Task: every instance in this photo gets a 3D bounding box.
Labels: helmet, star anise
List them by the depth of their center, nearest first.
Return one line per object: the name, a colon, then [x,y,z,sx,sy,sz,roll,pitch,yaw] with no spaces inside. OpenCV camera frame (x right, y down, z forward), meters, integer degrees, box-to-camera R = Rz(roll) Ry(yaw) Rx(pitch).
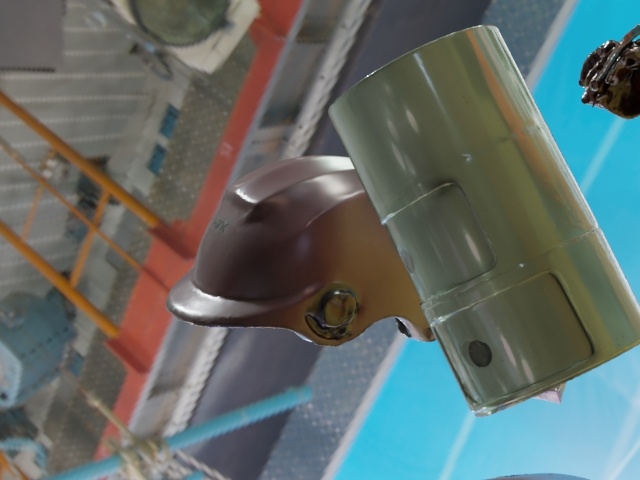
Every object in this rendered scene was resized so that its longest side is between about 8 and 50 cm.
helmet: [0.000,0.000,1.349,0.338,0.271,0.197,5,-79,-24]
star anise: [0.425,-0.208,1.460,0.220,0.190,0.126,-57,-19,-76]

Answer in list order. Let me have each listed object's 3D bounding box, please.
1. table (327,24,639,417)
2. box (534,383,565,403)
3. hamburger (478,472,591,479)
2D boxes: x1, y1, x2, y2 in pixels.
table: [0.107,-0.012,0.755,0.126,0.220,0.126,-25,-6,-3]
box: [0.238,0.160,1.424,0.036,0.117,0.050,64,-140,-52]
hamburger: [0.213,0.292,1.209,0.166,0.087,0.137,-3,-4,-15]
